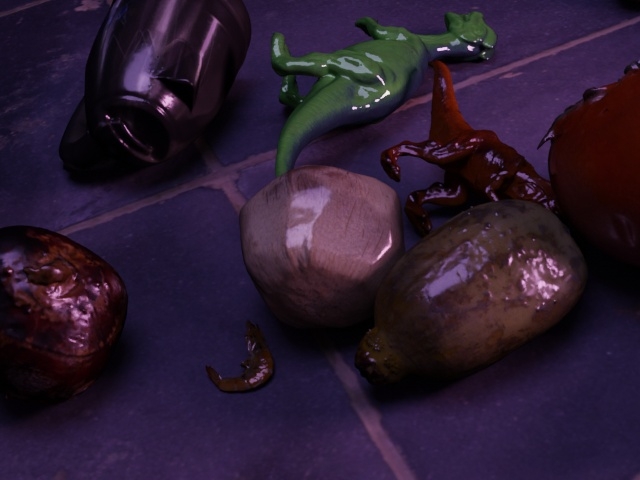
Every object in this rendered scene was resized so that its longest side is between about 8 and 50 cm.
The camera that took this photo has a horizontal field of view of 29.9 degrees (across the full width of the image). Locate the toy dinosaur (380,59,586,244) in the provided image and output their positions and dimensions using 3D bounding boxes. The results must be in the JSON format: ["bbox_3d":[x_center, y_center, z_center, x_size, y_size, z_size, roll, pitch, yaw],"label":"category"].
[{"bbox_3d":[0.176,-0.114,1.613,0.208,0.097,0.432,-23,51,-16],"label":"toy dinosaur"}]

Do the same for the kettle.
[{"bbox_3d":[-0.284,-0.235,1.861,0.321,0.228,0.324,-23,34,32],"label":"kettle"}]

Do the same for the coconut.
[{"bbox_3d":[0.000,0.000,1.469,0.224,0.224,0.224,-8,38,6],"label":"coconut"}]

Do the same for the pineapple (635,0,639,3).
[{"bbox_3d":[0.526,-0.480,2.010,0.119,0.111,0.237,15,30,-13],"label":"pineapple"}]

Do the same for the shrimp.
[{"bbox_3d":[-0.101,0.140,1.460,0.083,0.023,0.114,-15,41,1],"label":"shrimp"}]

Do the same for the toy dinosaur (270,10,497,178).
[{"bbox_3d":[0.108,-0.197,1.779,0.374,0.144,0.500,-2,41,-5],"label":"toy dinosaur"}]

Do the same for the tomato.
[{"bbox_3d":[0.441,-0.100,1.397,0.341,0.341,0.273,-33,86,-24],"label":"tomato"}]

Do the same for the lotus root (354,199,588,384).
[{"bbox_3d":[0.173,0.067,1.377,0.309,0.173,0.173,-33,42,-20],"label":"lotus root"}]

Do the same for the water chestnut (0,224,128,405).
[{"bbox_3d":[-0.352,0.097,1.464,0.223,0.238,0.224,27,28,-16],"label":"water chestnut"}]
